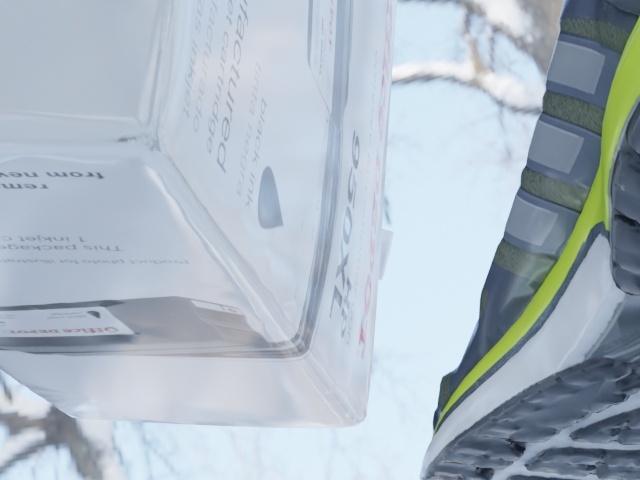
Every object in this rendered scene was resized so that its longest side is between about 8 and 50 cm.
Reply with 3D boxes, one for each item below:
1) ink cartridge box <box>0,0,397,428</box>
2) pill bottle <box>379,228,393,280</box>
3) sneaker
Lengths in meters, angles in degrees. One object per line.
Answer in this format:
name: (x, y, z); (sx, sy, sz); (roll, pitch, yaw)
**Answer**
ink cartridge box: (-0.076, -0.099, 0.705); (0.166, 0.285, 0.395); (2, -18, 11)
pill bottle: (0.000, 0.000, 0.987); (0.083, 0.043, 0.043); (14, -40, 5)
sneaker: (0.102, -0.010, 0.461); (0.111, 0.121, 0.300); (12, -37, -8)
